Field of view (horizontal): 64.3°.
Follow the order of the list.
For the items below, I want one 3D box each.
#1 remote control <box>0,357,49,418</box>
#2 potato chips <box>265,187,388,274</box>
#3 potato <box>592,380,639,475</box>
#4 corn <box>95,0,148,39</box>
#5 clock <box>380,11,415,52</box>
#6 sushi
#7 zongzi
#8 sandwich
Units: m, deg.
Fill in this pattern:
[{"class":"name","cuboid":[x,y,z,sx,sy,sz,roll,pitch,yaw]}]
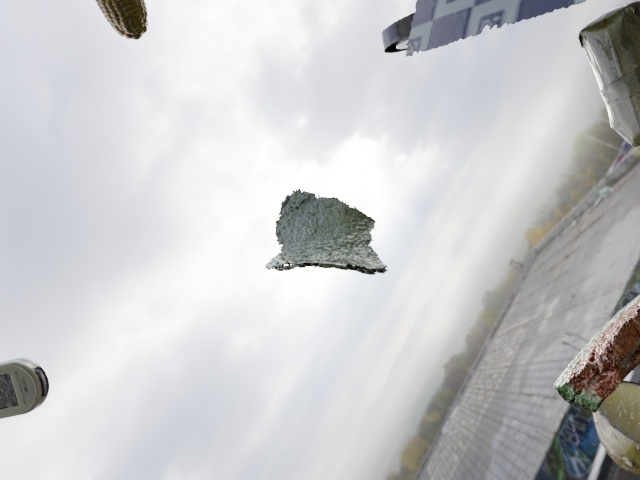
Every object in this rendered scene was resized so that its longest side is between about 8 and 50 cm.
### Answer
[{"class":"remote control","cuboid":[-0.491,0.221,0.730,0.042,0.221,0.078,-30,-74,-82]},{"class":"potato chips","cuboid":[-0.004,-0.006,0.711,0.228,0.167,0.059,-98,-13,-58]},{"class":"potato","cuboid":[0.596,0.368,0.964,0.202,0.182,0.117,-68,-15,-68]},{"class":"corn","cuboid":[-0.382,-0.497,0.891,0.101,0.101,0.292,-52,-36,-32]},{"class":"clock","cuboid":[0.215,-0.443,1.065,0.184,0.184,0.040,-32,-72,-61]},{"class":"sushi","cuboid":[0.308,-0.426,0.744,0.100,0.373,0.296,12,-92,-32]},{"class":"zongzi","cuboid":[0.596,-0.312,0.920,0.274,0.251,0.125,-32,12,-39]},{"class":"sandwich","cuboid":[0.513,0.182,0.856,0.235,0.079,0.159,-39,-21,-20]}]
